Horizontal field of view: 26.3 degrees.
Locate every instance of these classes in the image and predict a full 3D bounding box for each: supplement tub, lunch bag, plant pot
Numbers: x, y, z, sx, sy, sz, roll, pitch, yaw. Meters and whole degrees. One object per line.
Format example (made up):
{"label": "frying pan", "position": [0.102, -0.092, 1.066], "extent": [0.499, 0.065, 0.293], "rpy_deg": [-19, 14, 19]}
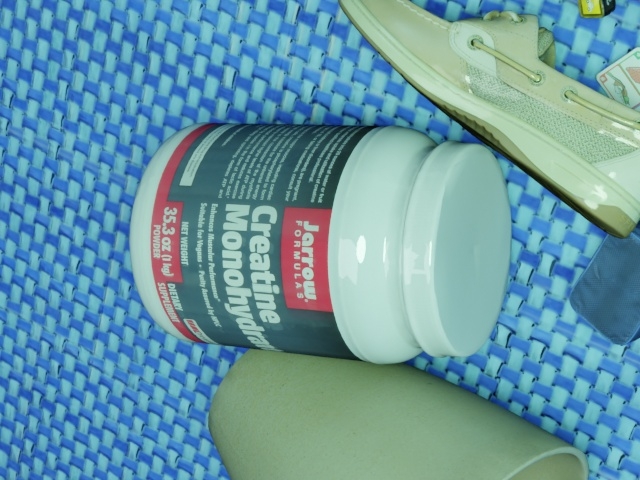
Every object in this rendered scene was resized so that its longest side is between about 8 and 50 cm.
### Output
{"label": "supplement tub", "position": [0.000, 0.000, 1.125], "extent": [0.272, 0.191, 0.191], "rpy_deg": [3, 108, 28]}
{"label": "lunch bag", "position": [0.252, 0.028, 1.076], "extent": [0.067, 0.065, 0.098], "rpy_deg": [46, 124, 26]}
{"label": "plant pot", "position": [0.038, 0.202, 1.162], "extent": [0.274, 0.256, 0.256], "rpy_deg": [36, 121, 31]}

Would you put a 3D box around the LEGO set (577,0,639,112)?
{"label": "LEGO set", "position": [0.287, -0.104, 0.995], "extent": [0.244, 0.060, 0.182], "rpy_deg": [55, 136, 0]}

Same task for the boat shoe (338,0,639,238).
{"label": "boat shoe", "position": [0.144, -0.125, 1.064], "extent": [0.302, 0.109, 0.098], "rpy_deg": [40, 96, 24]}
